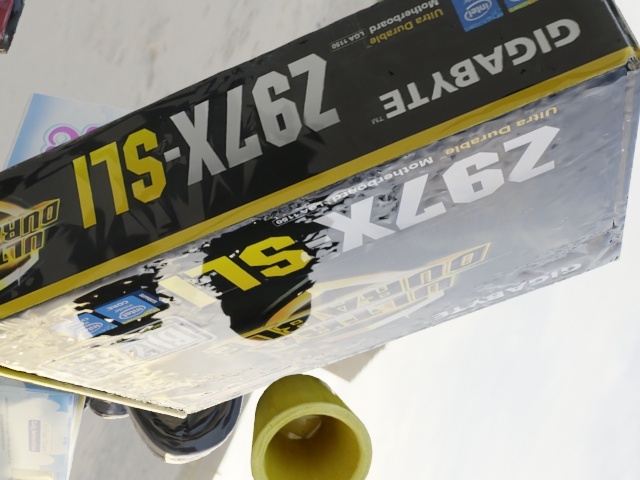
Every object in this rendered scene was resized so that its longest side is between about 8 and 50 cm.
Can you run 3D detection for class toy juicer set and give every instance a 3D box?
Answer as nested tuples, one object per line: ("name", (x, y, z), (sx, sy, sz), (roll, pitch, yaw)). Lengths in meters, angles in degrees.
("toy juicer set", (0.007, 0.258, 0.498), (0.209, 0.329, 0.089), (-35, -161, 0))

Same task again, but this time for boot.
("boot", (-0.210, 0.118, 0.907), (0.377, 0.138, 0.284), (61, -35, 30))

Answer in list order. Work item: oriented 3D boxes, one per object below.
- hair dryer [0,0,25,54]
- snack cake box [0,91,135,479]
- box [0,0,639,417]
("hair dryer", (-0.231, -0.223, 0.484), (0.293, 0.223, 0.080), (-25, -166, -20))
("snack cake box", (-0.209, 0.033, 0.615), (0.152, 0.089, 0.264), (112, -17, -49))
("box", (0.000, 0.000, 0.439), (0.257, 0.322, 0.079), (48, 22, -63))
